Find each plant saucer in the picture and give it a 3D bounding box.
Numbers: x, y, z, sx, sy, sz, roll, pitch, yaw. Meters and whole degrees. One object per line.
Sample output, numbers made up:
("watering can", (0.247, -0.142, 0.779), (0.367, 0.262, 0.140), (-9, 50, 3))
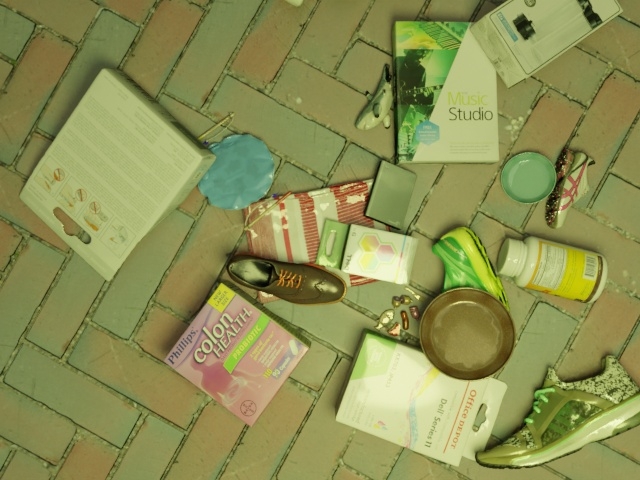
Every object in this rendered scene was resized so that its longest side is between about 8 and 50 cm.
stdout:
("plant saucer", (0.473, -0.140, 1.483), (0.119, 0.021, 0.119), (-2, 83, 18))
("plant saucer", (0.309, 0.199, 1.377), (0.199, 0.036, 0.198), (-3, 72, 9))

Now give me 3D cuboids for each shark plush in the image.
("shark plush", (0.127, -0.331, 1.495), (0.067, 0.073, 0.161), (12, 93, 32))

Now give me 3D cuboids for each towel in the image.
("towel", (0.000, 0.000, 1.494), (0.329, 0.037, 0.237), (-11, 89, 1))

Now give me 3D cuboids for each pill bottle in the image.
("pill bottle", (0.508, 0.060, 1.439), (0.215, 0.117, 0.117), (15, 88, 2))

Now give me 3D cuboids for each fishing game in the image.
("fishing game", (-0.193, -0.153, 1.492), (0.189, 0.041, 0.264), (-40, 73, 0))

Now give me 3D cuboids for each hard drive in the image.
("hard drive", (0.158, -0.102, 1.477), (0.094, 0.022, 0.135), (21, 79, -18))

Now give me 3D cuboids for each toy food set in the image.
("toy food set", (0.186, 0.171, 1.491), (0.078, 0.019, 0.122), (33, 89, 2))

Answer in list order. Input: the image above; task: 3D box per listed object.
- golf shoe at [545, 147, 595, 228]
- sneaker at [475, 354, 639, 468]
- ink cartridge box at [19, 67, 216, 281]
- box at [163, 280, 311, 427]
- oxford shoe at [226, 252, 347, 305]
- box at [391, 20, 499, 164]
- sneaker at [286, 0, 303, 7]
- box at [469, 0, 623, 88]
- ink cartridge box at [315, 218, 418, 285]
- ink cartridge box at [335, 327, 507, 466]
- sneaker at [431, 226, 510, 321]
("golf shoe", (0.565, -0.111, 1.469), (0.086, 0.067, 0.186), (17, 88, 0))
("sneaker", (0.518, 0.380, 1.439), (0.411, 0.158, 0.182), (-22, 66, -1))
("ink cartridge box", (-0.470, -0.147, 1.496), (0.308, 0.091, 0.385), (42, 107, 5))
("box", (-0.179, 0.246, 1.448), (0.243, 0.117, 0.213), (37, 89, 3))
("oxford shoe", (-0.075, 0.091, 1.426), (0.272, 0.098, 0.096), (10, 90, -1))
("box", (0.282, -0.333, 1.476), (0.232, 0.058, 0.321), (-2, 87, -6))
("sneaker", (0.011, -0.673, 1.488), (0.146, 0.122, 0.330), (42, 88, -16))
("box", (0.499, -0.490, 1.442), (0.290, 0.087, 0.169), (-34, 94, -10))
("ink cartridge box", (0.103, 0.025, 1.448), (0.209, 0.062, 0.108), (13, 91, -1))
("ink cartridge box", (0.230, 0.353, 1.434), (0.354, 0.119, 0.207), (20, 87, 1))
("sneaker", (0.341, 0.116, 1.462), (0.124, 0.109, 0.295), (-22, 92, 28))
